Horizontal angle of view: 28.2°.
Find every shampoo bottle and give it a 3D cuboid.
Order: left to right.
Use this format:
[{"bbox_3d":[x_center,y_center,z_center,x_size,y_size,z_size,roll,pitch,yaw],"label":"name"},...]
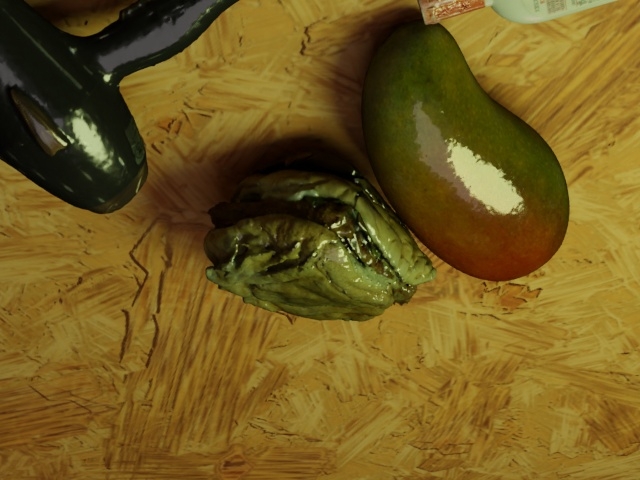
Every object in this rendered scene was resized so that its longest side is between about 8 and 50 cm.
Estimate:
[{"bbox_3d":[0.185,-0.225,1.031,0.220,0.051,0.108,-15,139,7],"label":"shampoo bottle"}]

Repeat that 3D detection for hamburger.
[{"bbox_3d":[0.000,0.000,1.194,0.183,0.130,0.206,-2,158,32],"label":"hamburger"}]

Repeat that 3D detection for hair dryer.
[{"bbox_3d":[-0.142,-0.201,0.993,0.359,0.120,0.304,-29,122,7],"label":"hair dryer"}]

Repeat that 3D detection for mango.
[{"bbox_3d":[0.127,-0.064,1.149,0.146,0.129,0.289,-31,125,26],"label":"mango"}]
